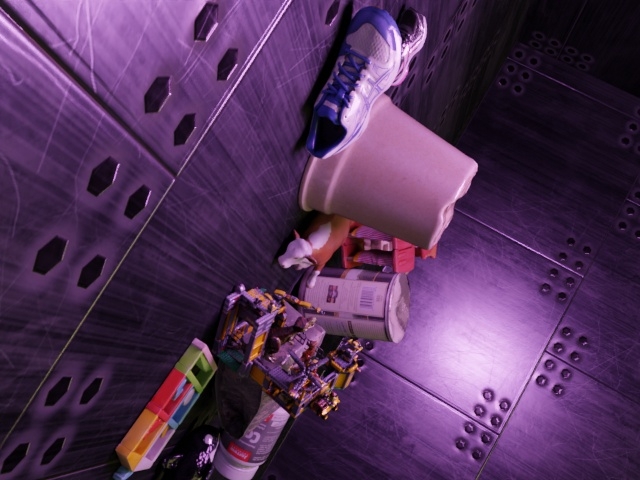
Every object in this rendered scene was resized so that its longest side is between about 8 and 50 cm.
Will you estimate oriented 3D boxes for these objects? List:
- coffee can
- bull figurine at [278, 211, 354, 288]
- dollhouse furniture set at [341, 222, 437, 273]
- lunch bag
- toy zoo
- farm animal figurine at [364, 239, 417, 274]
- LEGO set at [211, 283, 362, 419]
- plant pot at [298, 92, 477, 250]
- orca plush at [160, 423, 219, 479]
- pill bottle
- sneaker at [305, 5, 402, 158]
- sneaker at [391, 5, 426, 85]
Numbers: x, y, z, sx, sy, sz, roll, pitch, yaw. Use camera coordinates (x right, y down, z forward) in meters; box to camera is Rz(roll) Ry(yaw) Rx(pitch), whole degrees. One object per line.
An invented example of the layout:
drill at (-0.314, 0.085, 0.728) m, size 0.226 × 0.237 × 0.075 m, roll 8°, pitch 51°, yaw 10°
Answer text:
coffee can at (0.099, 0.180, 1.891) m, size 0.201 × 0.275 × 0.202 m, roll 4°, pitch 90°, yaw -67°
bull figurine at (0.000, 0.000, 1.629) m, size 0.310 × 0.101 × 0.188 m, roll -48°, pitch 167°, yaw -38°
dollhouse furniture set at (0.244, -0.004, 2.080) m, size 0.374 × 0.201 × 0.152 m, roll -13°, pitch 105°, yaw -53°
lunch bag at (-0.137, 0.330, 1.616) m, size 0.235 × 0.169 × 0.287 m, roll -32°, pitch 147°, yaw -45°
toy zoo at (-0.310, 0.347, 1.309) m, size 0.293 × 0.030 × 0.192 m, roll -56°, pitch 168°, yaw -22°
farm animal figurine at (0.226, -0.017, 2.385) m, size 0.326 × 0.172 × 0.331 m, roll -22°, pitch 130°, yaw -42°
LEGO set at (-0.062, 0.197, 1.391) m, size 0.254 × 0.331 × 0.192 m, roll -19°, pitch 139°, yaw -42°
plant pot at (0.167, -0.145, 1.469) m, size 0.334 × 0.305 × 0.334 m, roll -57°, pitch 168°, yaw -19°
orca plush at (-0.356, 0.547, 1.551) m, size 0.287 × 0.102 × 0.151 m, roll -47°, pitch -150°, yaw -14°
pill bottle at (-0.205, 0.569, 1.968) m, size 0.283 × 0.161 × 0.161 m, roll -64°, pitch 168°, yaw 15°
sneaker at (0.055, -0.267, 1.182) m, size 0.131 × 0.111 × 0.297 m, roll -48°, pitch 163°, yaw -44°
sneaker at (0.172, -0.416, 1.436) m, size 0.077 × 0.072 × 0.178 m, roll -28°, pitch 142°, yaw -50°
